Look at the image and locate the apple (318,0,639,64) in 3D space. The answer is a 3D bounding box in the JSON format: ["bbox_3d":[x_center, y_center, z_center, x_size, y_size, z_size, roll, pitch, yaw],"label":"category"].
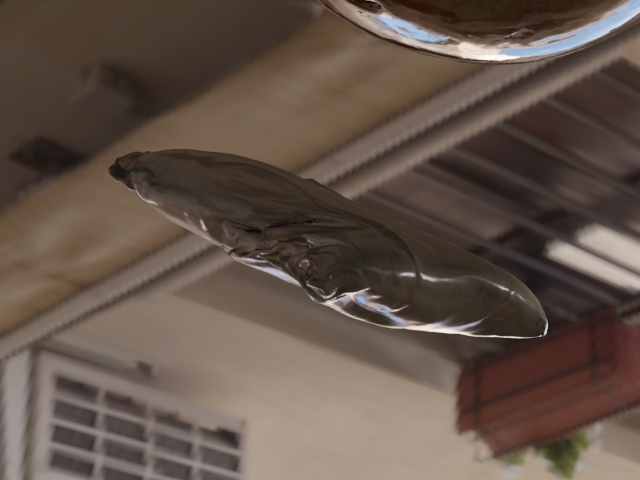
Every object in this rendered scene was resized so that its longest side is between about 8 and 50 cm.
[{"bbox_3d":[0.060,-0.154,0.609,0.174,0.188,0.188,-127,-120,-85],"label":"apple"}]

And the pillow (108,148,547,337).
[{"bbox_3d":[0.000,0.000,1.146,0.270,0.173,0.067,27,-79,50],"label":"pillow"}]
